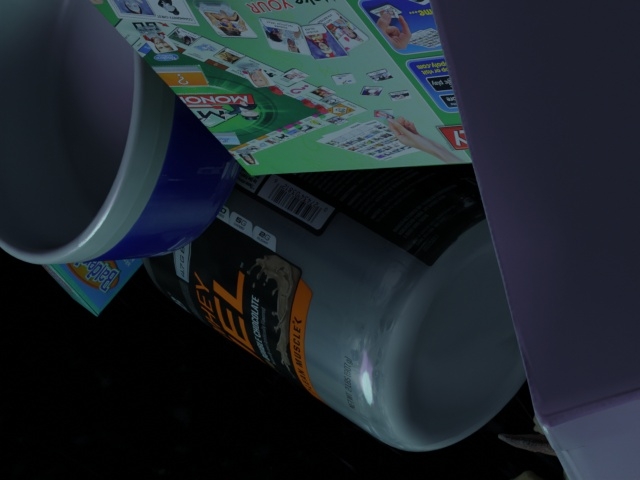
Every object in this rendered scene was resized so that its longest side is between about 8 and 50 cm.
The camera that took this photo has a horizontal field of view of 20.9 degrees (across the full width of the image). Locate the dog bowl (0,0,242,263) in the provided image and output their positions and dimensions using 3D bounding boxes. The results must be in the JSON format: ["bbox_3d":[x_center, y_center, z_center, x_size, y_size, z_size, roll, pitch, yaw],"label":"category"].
[{"bbox_3d":[-0.166,-0.116,1.268,0.104,0.265,0.265,-2,-159,-41],"label":"dog bowl"}]

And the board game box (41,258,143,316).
[{"bbox_3d":[-0.211,-0.043,1.811,0.047,0.210,0.160,32,165,32],"label":"board game box"}]

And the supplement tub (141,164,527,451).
[{"bbox_3d":[0.000,0.000,1.330,0.338,0.207,0.207,30,165,38],"label":"supplement tub"}]

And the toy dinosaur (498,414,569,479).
[{"bbox_3d":[0.287,0.266,1.663,0.200,0.127,0.296,18,147,48],"label":"toy dinosaur"}]

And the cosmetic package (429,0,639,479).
[{"bbox_3d":[0.102,-0.057,0.574,0.284,0.097,0.377,53,-158,-54],"label":"cosmetic package"}]

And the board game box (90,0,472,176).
[{"bbox_3d":[0.019,-0.124,0.967,0.317,0.046,0.213,-1,143,43],"label":"board game box"}]
